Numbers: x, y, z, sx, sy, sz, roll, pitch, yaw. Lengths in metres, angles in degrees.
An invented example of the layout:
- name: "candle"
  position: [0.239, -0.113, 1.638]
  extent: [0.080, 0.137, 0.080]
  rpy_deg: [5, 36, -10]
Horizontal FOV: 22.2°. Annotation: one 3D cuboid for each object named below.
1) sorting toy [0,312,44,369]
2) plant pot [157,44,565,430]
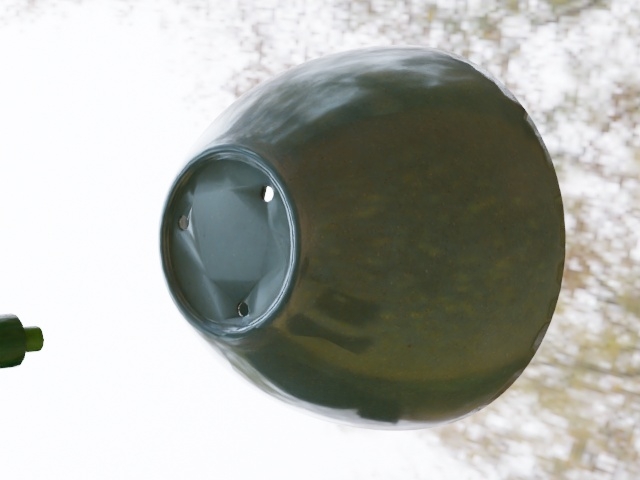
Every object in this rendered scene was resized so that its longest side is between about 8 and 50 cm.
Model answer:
- name: "sorting toy"
  position: [-0.183, 0.201, 0.832]
  extent: [0.126, 0.127, 0.366]
  rpy_deg: [-3, -80, -38]
- name: "plant pot"
  position: [0.000, 0.000, 1.159]
  extent: [0.195, 0.290, 0.290]
  rpy_deg: [-2, -80, -51]
